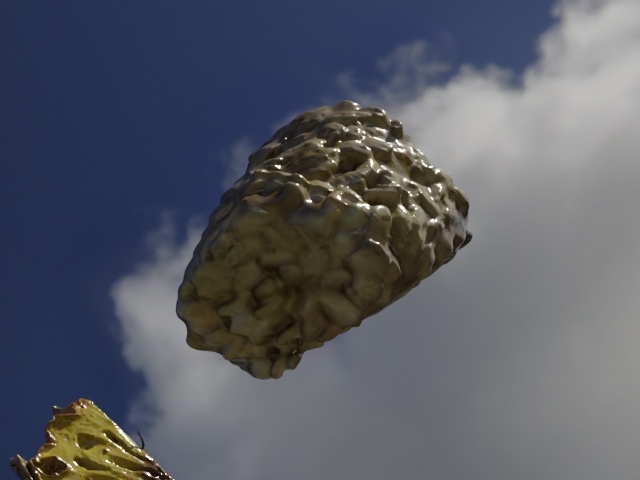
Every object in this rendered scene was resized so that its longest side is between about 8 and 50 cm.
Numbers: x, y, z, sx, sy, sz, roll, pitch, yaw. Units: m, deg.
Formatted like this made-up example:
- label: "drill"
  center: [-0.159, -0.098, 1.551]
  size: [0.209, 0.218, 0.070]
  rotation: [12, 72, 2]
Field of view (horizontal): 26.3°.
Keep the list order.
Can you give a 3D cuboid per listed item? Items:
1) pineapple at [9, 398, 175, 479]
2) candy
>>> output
- label: "pineapple"
  center: [-0.133, 0.165, 0.822]
  size: [0.116, 0.137, 0.069]
  rotation: [11, -52, -15]
- label: "candy"
  center: [0.000, 0.000, 0.506]
  size: [0.095, 0.085, 0.110]
  rotation: [-48, -1, 40]
